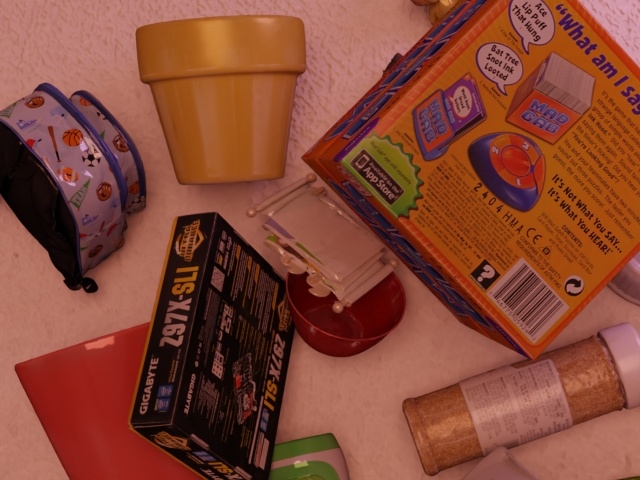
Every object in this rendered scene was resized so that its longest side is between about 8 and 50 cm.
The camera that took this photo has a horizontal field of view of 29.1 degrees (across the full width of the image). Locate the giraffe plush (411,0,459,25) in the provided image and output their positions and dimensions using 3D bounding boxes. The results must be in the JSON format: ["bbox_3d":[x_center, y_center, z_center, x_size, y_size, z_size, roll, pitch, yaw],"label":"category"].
[{"bbox_3d":[0.194,-0.464,1.914,0.181,0.210,0.170,-24,50,4],"label":"giraffe plush"}]

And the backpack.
[{"bbox_3d":[-0.384,-0.100,1.840,0.276,0.263,0.213,42,70,11],"label":"backpack"}]

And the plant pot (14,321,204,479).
[{"bbox_3d":[-0.275,0.252,1.781,0.274,0.275,0.243,-17,89,2],"label":"plant pot"}]

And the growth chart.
[{"bbox_3d":[0.000,0.000,1.837,0.172,0.021,0.237,-27,60,-35],"label":"growth chart"}]

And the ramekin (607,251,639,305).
[{"bbox_3d":[0.506,-0.008,1.817,0.207,0.109,0.207,-1,79,5],"label":"ramekin"}]

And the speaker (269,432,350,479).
[{"bbox_3d":[-0.002,0.435,1.777,0.131,0.131,0.297,-13,79,3],"label":"speaker"}]

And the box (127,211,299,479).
[{"bbox_3d":[-0.139,0.159,1.724,0.079,0.257,0.322,-6,58,26],"label":"box"}]

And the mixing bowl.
[{"bbox_3d":[0.028,0.106,1.830,0.181,0.098,0.181,9,45,-9],"label":"mixing bowl"}]

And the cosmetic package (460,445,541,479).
[{"bbox_3d":[0.280,0.541,1.577,0.327,0.329,0.394,-42,100,-4],"label":"cosmetic package"}]

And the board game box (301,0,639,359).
[{"bbox_3d":[0.241,-0.110,1.684,0.356,0.356,0.356,-45,99,-3],"label":"board game box"}]

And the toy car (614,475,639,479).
[{"bbox_3d":[0.490,0.400,1.704,0.148,0.188,0.155,-10,79,3],"label":"toy car"}]

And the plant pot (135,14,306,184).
[{"bbox_3d":[-0.144,-0.207,1.859,0.254,0.254,0.239,-3,96,5],"label":"plant pot"}]

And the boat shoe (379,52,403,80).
[{"bbox_3d":[0.193,-0.234,1.905,0.206,0.075,0.065,22,86,13],"label":"boat shoe"}]

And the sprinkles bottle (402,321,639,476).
[{"bbox_3d":[0.302,0.231,1.786,0.355,0.121,0.121,-19,79,2],"label":"sprinkles bottle"}]
